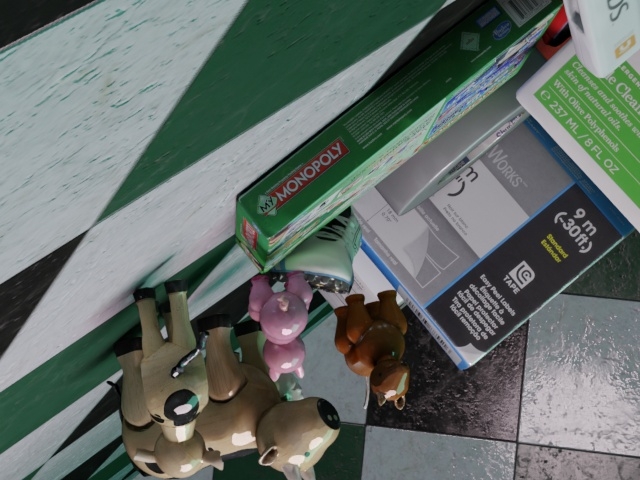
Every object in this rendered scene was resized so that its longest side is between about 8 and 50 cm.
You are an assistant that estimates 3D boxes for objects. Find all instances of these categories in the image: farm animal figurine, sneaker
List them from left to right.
[{"bbox_3d":[-0.079,0.151,1.483,0.330,0.172,0.327,3,162,-42],"label":"farm animal figurine"},{"bbox_3d":[0.000,0.000,1.589,0.237,0.085,0.086,-82,-177,-80],"label":"sneaker"}]

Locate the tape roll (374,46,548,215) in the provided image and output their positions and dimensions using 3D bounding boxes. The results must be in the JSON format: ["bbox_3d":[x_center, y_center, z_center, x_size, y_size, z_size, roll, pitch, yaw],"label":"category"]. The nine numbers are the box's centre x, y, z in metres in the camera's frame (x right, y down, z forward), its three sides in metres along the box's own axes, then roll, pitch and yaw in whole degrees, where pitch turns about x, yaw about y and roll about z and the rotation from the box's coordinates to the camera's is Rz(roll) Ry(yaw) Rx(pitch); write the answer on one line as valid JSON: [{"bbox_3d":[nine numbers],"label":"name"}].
[{"bbox_3d":[0.142,-0.120,1.648,0.219,0.072,0.219,-39,176,-4],"label":"tape roll"}]

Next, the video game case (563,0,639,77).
[{"bbox_3d":[0.294,-0.277,1.091,0.329,0.036,0.300,-40,158,0],"label":"video game case"}]

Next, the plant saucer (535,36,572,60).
[{"bbox_3d":[0.371,-0.266,1.784,0.259,0.048,0.258,-15,-167,43],"label":"plant saucer"}]

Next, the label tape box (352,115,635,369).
[{"bbox_3d":[0.212,-0.052,1.802,0.333,0.240,0.106,-40,173,-5],"label":"label tape box"}]

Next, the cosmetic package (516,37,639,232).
[{"bbox_3d":[0.373,-0.192,1.392,0.365,0.197,0.155,-46,173,31],"label":"cosmetic package"}]

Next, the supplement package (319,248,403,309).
[{"bbox_3d":[0.075,0.020,2.030,0.139,0.134,0.244,-39,175,-11],"label":"supplement package"}]

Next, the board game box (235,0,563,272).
[{"bbox_3d":[0.061,-0.097,1.419,0.317,0.046,0.213,-39,176,-9],"label":"board game box"}]

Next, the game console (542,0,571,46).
[{"bbox_3d":[0.339,-0.325,1.347,0.342,0.060,0.386,-37,175,-15],"label":"game console"}]
